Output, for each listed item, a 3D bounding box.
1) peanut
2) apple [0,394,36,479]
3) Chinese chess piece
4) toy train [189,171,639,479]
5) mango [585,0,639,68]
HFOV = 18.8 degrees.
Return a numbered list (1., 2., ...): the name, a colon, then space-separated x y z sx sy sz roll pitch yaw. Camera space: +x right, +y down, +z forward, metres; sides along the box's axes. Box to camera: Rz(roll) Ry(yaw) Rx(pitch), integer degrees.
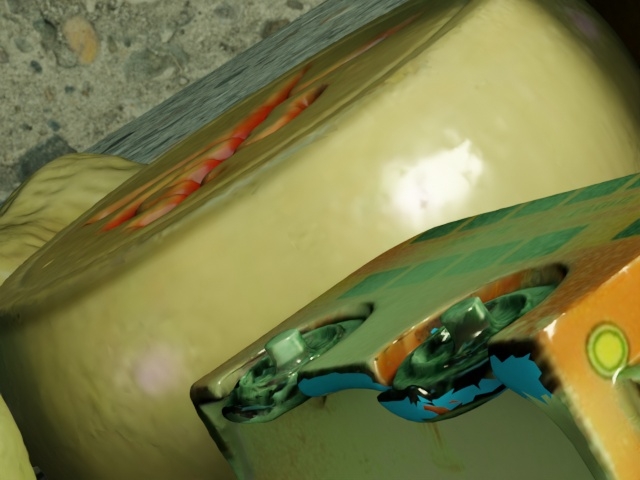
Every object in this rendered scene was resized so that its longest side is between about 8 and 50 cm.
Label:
1. peanut: -0.116 0.029 0.922 0.125 0.111 0.274 -14 17 14
2. apple: -0.207 0.079 0.506 0.292 0.254 0.292 -37 9 7
3. Chinese chess piece: 0.000 0.000 0.677 0.251 0.097 0.251 -33 11 7
4. toy train: 0.043 0.035 0.453 0.099 0.072 0.188 -38 11 -26
5. mango: 0.172 -0.138 0.735 0.236 0.136 0.166 -36 12 28
